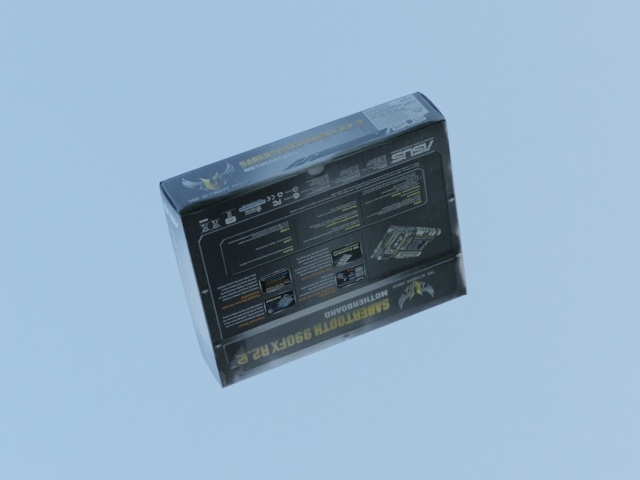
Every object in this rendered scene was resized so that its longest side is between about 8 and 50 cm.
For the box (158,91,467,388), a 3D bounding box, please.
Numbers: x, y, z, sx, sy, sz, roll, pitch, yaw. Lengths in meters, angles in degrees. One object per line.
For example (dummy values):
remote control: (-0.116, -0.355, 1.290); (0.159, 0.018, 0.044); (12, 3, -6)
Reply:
box: (0.000, 0.000, 1.303); (0.231, 0.056, 0.183); (-21, -52, -12)
